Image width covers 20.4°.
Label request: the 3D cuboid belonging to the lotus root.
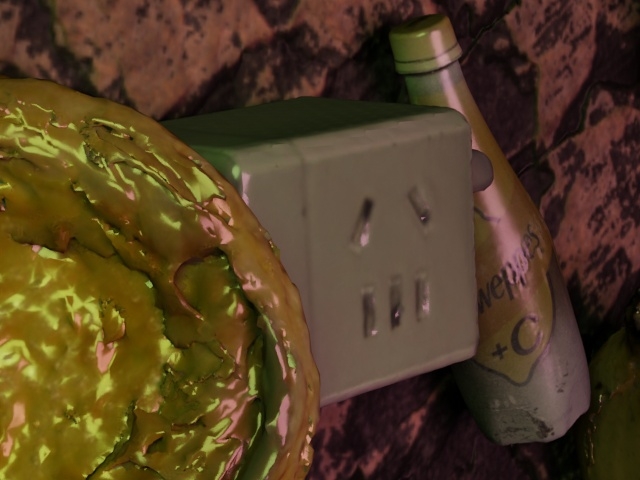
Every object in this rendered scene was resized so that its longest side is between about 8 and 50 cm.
[{"bbox_3d":[0.254,0.152,1.184,0.160,0.146,0.284,-18,115,-1],"label":"lotus root"}]

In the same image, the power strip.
[{"bbox_3d":[0.000,0.000,0.937,0.224,0.139,0.140,-13,104,-41],"label":"power strip"}]

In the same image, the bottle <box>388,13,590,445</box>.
[{"bbox_3d":[0.094,-0.005,1.064,0.083,0.083,0.270,-35,115,-35],"label":"bottle"}]

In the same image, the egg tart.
[{"bbox_3d":[-0.147,0.063,0.800,0.291,0.107,0.291,0,92,-2],"label":"egg tart"}]
